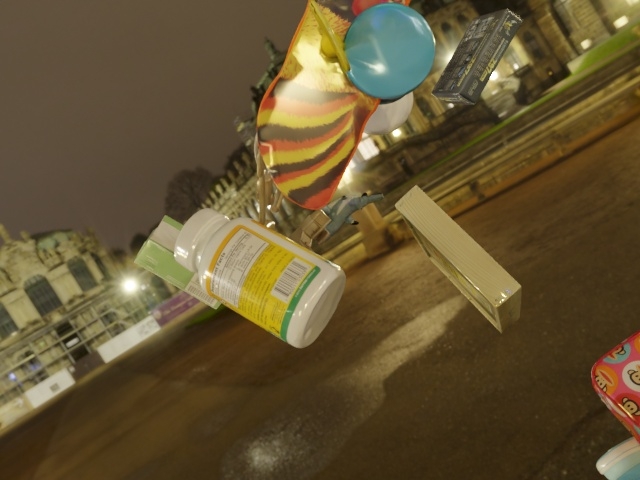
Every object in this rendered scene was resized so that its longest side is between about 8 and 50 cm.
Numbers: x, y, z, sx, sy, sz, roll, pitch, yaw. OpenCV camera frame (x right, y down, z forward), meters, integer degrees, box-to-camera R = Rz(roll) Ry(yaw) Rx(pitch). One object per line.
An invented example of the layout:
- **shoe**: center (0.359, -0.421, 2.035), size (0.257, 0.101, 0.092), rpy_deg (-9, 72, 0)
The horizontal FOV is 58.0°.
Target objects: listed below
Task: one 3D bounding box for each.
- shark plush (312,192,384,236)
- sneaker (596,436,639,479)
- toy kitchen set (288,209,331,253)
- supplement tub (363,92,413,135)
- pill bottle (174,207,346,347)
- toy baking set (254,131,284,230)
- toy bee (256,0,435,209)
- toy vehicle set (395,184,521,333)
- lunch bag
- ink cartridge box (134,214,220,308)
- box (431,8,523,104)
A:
- **shark plush**: center (0.057, -0.056, 1.215), size (0.161, 0.067, 0.073), rpy_deg (-24, -14, -5)
- **sneaker**: center (0.750, 0.505, 1.188), size (0.319, 0.208, 0.127), rpy_deg (-3, -46, -16)
- **toy kitchen set**: center (0.000, 0.000, 1.092), size (0.083, 0.068, 0.075), rpy_deg (-45, 40, 5)
- **supplement tub**: center (0.115, -0.326, 1.260), size (0.144, 0.144, 0.199), rpy_deg (-31, 27, 14)
- **pill bottle**: center (-0.082, 0.041, 0.749), size (0.117, 0.208, 0.117), rpy_deg (-52, -20, -28)
- **toy baking set**: center (-0.085, -0.089, 0.882), size (0.030, 0.196, 0.256), rpy_deg (8, 14, 4)
- **toy bee**: center (0.024, -0.184, 0.483), size (0.298, 0.162, 0.195), rpy_deg (-54, 4, -12)
- **toy vehicle set**: center (0.188, 0.036, 0.755), size (0.035, 0.166, 0.267), rpy_deg (-43, -23, 4)
- **lunch bag**: center (0.719, 0.303, 1.132), size (0.258, 0.293, 0.120), rpy_deg (-37, -35, 5)
- **ink cartridge box**: center (-0.257, 0.035, 1.125), size (0.056, 0.171, 0.235), rpy_deg (-56, 14, 5)
- **box**: center (0.393, -0.463, 1.474), size (0.232, 0.059, 0.183), rpy_deg (-62, 16, 7)
